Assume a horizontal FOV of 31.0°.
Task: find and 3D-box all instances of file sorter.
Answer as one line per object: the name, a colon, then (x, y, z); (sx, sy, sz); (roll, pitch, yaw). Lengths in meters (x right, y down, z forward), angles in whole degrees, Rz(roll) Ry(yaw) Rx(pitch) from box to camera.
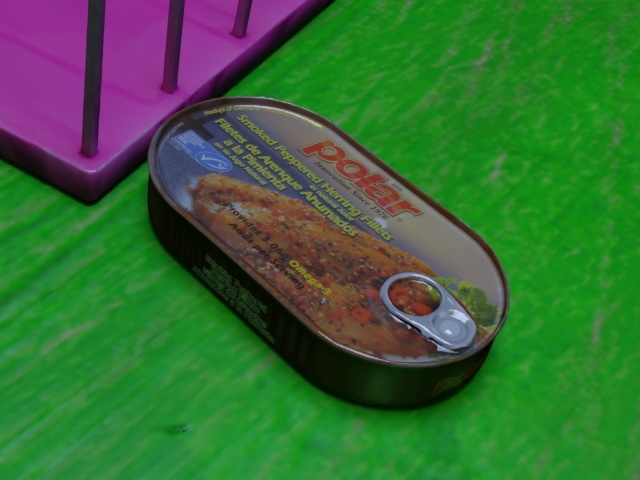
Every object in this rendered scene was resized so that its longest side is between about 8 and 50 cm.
file sorter: (-0.110, -0.202, 0.608); (0.202, 0.182, 0.290); (27, 44, 14)

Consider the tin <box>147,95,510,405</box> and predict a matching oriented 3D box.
tin: (0.000, 0.000, 0.528); (0.106, 0.040, 0.190); (-31, 58, -33)
